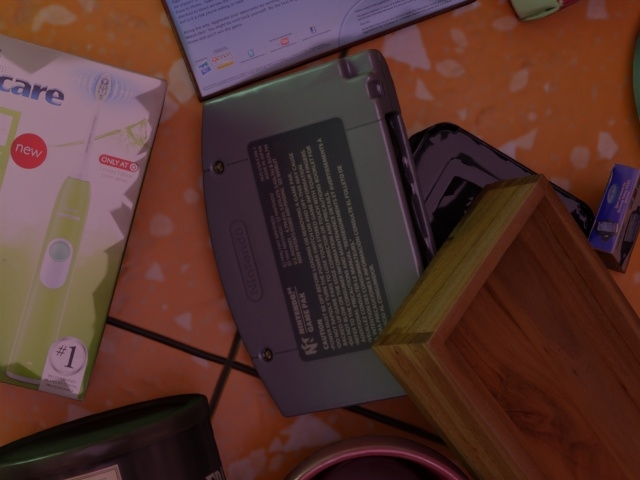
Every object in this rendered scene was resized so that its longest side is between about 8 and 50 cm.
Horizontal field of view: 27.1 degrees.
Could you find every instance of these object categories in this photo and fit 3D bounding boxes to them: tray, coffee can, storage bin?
[{"bbox_3d":[0.225,0.165,1.147,0.411,0.076,0.203,52,55,-21],"label":"tray"},{"bbox_3d":[-0.158,0.290,1.121,0.201,0.201,0.275,-15,92,-8],"label":"coffee can"},{"bbox_3d":[0.145,-0.016,1.229,0.180,0.084,0.122,30,85,-7],"label":"storage bin"}]

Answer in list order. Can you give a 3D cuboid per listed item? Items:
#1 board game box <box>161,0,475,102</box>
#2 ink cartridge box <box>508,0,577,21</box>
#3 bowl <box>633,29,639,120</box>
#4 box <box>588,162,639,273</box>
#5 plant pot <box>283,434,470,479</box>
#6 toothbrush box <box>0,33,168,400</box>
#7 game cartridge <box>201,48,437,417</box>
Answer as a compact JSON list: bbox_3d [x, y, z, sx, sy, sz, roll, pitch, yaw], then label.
[{"bbox_3d":[-0.007,-0.245,1.239,0.281,0.027,0.145,-21,93,-8],"label":"board game box"},{"bbox_3d":[0.283,-0.371,1.230,0.306,0.131,0.226,-28,96,-9],"label":"ink cartridge box"},{"bbox_3d":[0.465,-0.163,1.224,0.311,0.163,0.311,1,82,-9],"label":"bowl"},{"bbox_3d":[0.276,-0.020,1.224,0.028,0.136,0.081,18,86,19],"label":"box"},{"bbox_3d":[0.048,0.260,1.154,0.201,0.180,0.201,0,92,0],"label":"plant pot"},{"bbox_3d":[-0.267,-0.024,1.152,0.206,0.122,0.283,16,85,-8],"label":"toothbrush box"},{"bbox_3d":[0.000,0.000,1.174,0.198,0.062,0.297,-13,91,31],"label":"game cartridge"}]
